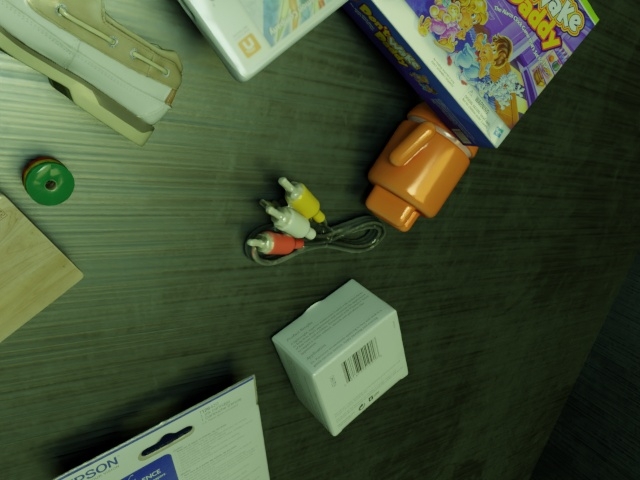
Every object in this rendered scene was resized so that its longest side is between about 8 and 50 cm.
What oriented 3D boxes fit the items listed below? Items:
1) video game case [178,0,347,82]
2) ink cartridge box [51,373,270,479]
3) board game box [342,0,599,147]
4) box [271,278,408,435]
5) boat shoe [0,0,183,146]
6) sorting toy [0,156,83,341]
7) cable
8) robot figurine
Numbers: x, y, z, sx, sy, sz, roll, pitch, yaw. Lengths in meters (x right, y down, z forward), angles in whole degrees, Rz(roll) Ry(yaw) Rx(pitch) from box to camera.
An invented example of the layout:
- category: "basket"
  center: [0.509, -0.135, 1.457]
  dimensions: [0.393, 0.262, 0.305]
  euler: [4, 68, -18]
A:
- category: "video game case"
  center: [-0.042, -0.376, 0.544]
  dimensions: [0.329, 0.036, 0.300]
  euler: [-42, 118, -9]
- category: "ink cartridge box"
  center: [-0.229, 0.370, 0.882]
  dimensions: [0.304, 0.072, 0.307]
  euler: [-23, 125, -28]
- category: "board game box"
  center: [0.174, -0.321, 0.717]
  dimensions: [0.347, 0.078, 0.233]
  euler: [41, 85, -24]
- category: "box"
  center: [0.039, 0.200, 0.968]
  dimensions: [0.181, 0.119, 0.181]
  euler: [-34, 133, -21]
- category: "boat shoe"
  center: [-0.247, -0.204, 0.499]
  dimensions: [0.103, 0.113, 0.302]
  euler: [-55, 147, -2]
- category: "sorting toy"
  center: [-0.355, 0.036, 0.586]
  dimensions: [0.274, 0.046, 0.132]
  euler: [-41, 135, -15]
- category: "cable"
  center: [0.000, 0.000, 0.851]
  dimensions: [0.287, 0.072, 0.139]
  euler: [19, 106, -45]
- category: "robot figurine"
  center: [0.160, -0.123, 0.873]
  dimensions: [0.158, 0.128, 0.219]
  euler: [32, 92, -31]
